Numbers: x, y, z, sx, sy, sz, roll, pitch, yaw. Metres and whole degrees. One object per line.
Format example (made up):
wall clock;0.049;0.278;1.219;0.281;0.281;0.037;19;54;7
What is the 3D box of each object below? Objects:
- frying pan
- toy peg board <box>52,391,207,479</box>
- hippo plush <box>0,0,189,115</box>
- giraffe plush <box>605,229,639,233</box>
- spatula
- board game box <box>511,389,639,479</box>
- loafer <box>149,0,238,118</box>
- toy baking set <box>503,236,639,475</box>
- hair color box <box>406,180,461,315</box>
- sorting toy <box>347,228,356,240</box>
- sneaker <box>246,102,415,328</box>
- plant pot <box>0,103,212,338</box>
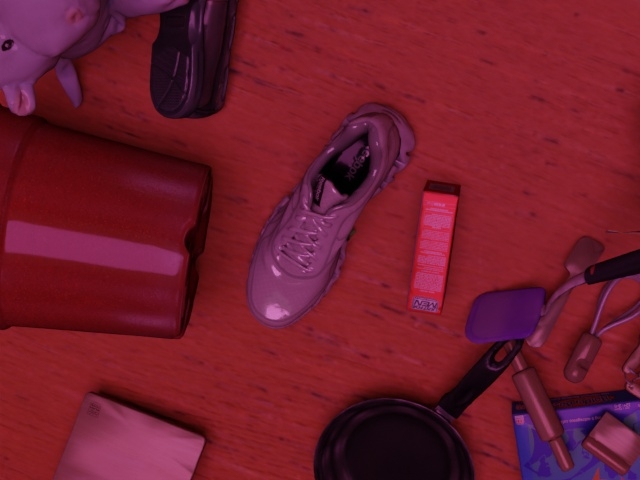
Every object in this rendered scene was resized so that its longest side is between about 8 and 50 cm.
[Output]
frying pan;0.105;0.218;1.433;0.197;0.053;0.326;17;109;8
toy peg board;-0.241;0.290;1.513;0.161;0.079;0.160;21;89;3
hippo plush;-0.308;-0.270;1.258;0.294;0.236;0.234;-33;97;35
giraffe plush;0.410;-0.089;1.272;0.210;0.181;0.170;2;91;-9
spatula;0.276;0.052;1.301;0.030;0.084;0.296;43;137;-19
board game box;0.321;0.288;1.426;0.160;0.047;0.210;-9;101;11
loafer;-0.133;-0.271;1.369;0.096;0.084;0.267;19;103;37
toy baking set;0.314;0.137;1.377;0.197;0.030;0.256;-29;82;2
hair color box;0.130;0.008;1.381;0.043;0.072;0.141;9;105;7
sorting toy;0.000;0.000;1.430;0.083;0.012;0.062;7;99;11
sneaker;-0.004;-0.026;1.362;0.110;0.118;0.292;31;102;5
plant pot;-0.267;-0.008;1.356;0.265;0.272;0.272;10;104;-1
